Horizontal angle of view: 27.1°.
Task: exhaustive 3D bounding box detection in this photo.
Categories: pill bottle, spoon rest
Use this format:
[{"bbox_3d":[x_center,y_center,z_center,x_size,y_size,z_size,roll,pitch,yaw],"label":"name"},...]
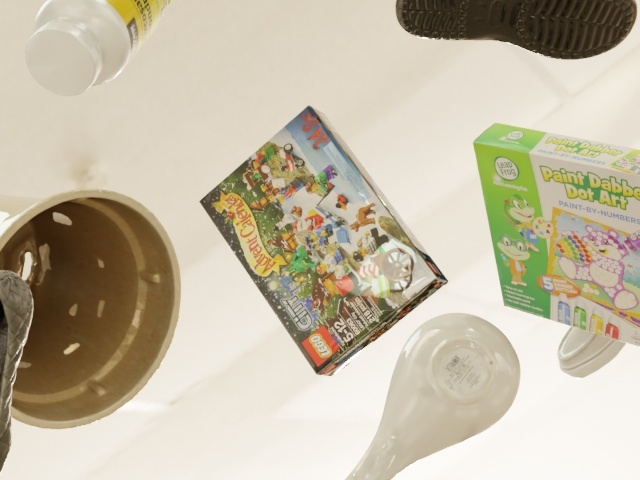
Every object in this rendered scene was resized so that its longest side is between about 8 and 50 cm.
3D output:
[{"bbox_3d":[-0.233,-0.223,1.373,0.103,0.103,0.184,-48,11,35],"label":"pill bottle"},{"bbox_3d":[0.109,0.196,1.467,0.276,0.137,0.084,-46,-7,-18],"label":"spoon rest"}]

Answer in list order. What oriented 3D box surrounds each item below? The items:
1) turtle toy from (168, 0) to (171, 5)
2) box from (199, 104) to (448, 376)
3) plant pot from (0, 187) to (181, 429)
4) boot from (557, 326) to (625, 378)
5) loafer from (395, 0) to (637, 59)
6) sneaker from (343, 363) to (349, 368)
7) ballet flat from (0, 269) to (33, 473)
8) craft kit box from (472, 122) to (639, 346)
[{"bbox_3d":[-0.227,-0.382,1.865,0.095,0.130,0.066,20,-19,-37],"label":"turtle toy"},{"bbox_3d":[0.000,0.000,1.364,0.159,0.233,0.044,-40,-21,12],"label":"box"},{"bbox_3d":[-0.422,0.063,1.890,0.334,0.305,0.334,-14,-68,-40],"label":"plant pot"},{"bbox_3d":[0.357,0.062,1.693,0.123,0.095,0.258,27,-62,-19],"label":"boot"},{"bbox_3d":[0.172,-0.218,1.164,0.220,0.078,0.080,6,-48,-12],"label":"loafer"},{"bbox_3d":[-0.012,0.126,1.853,0.064,0.067,0.175,-36,-59,4],"label":"sneaker"},{"bbox_3d":[-0.238,0.104,0.907,0.049,0.057,0.173,10,-88,-74],"label":"ballet flat"},{"bbox_3d":[0.309,-0.003,1.547,0.061,0.250,0.247,-36,-53,-36],"label":"craft kit box"}]
